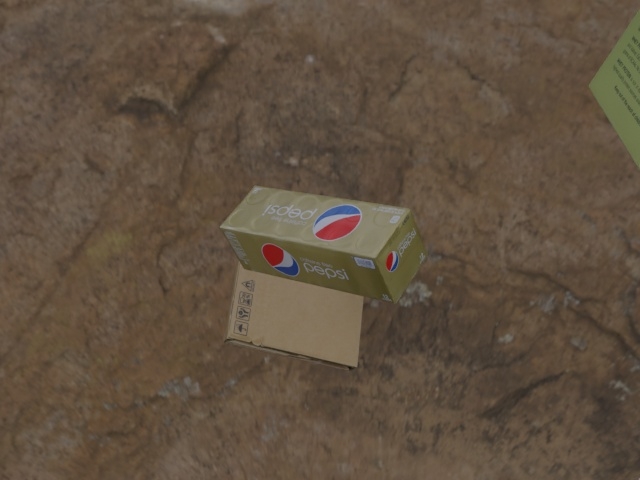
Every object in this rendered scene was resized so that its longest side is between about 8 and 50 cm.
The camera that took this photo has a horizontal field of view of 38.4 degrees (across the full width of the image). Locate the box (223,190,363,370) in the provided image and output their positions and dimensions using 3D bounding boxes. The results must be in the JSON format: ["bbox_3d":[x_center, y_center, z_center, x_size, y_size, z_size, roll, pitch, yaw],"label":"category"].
[{"bbox_3d":[-0.023,0.047,1.121,0.164,0.021,0.201,15,61,-15],"label":"box"}]

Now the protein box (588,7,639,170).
[{"bbox_3d":[0.310,-0.118,0.597,0.135,0.201,0.200,20,31,-14],"label":"protein box"}]

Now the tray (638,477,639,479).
[{"bbox_3d":[0.322,0.277,0.899,0.270,0.145,0.030,-38,80,-23],"label":"tray"}]

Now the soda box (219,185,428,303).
[{"bbox_3d":[0.000,0.000,0.820,0.181,0.058,0.061,11,51,38],"label":"soda box"}]
